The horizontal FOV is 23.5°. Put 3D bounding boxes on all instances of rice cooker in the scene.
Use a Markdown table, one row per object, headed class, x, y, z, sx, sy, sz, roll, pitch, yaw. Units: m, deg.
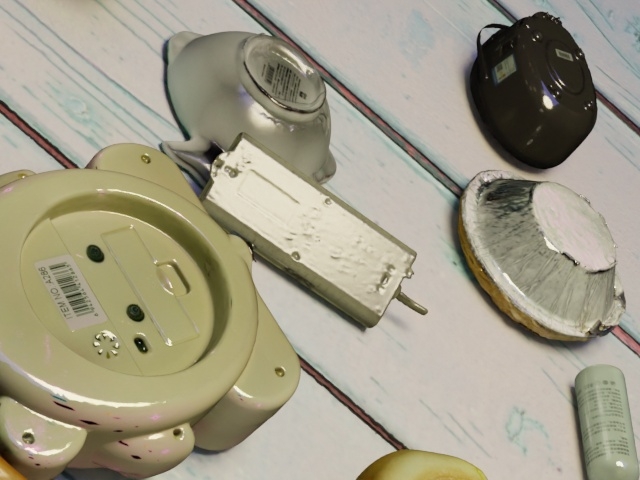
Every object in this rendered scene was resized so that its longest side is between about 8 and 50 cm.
| class | x | y | z | sx | sy | sz | roll | pitch | yaw |
| --- | --- | --- | --- | --- | --- | --- | --- | --- | --- |
| rice cooker | 0.261 | -0.186 | 1.883 | 0.142 | 0.118 | 0.203 | 12 | 52 | -34 |

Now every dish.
| class | x | y | z | sx | sy | sz | roll | pitch | yaw |
| --- | --- | --- | --- | --- | --- | --- | --- | --- | --- |
| dish | -0.063 | -0.144 | 1.585 | 0.224 | 0.078 | 0.246 | 42 | 38 | -5 |

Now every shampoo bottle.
| class | x | y | z | sx | sy | sz | roll | pitch | yaw |
| --- | --- | --- | --- | --- | --- | --- | --- | --- | --- |
| shampoo bottle | 0.301 | 0.221 | 1.603 | 0.056 | 0.056 | 0.195 | 25 | 43 | -24 |

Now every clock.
| class | x | y | z | sx | sy | sz | roll | pitch | yaw |
| --- | --- | --- | --- | --- | --- | --- | --- | --- | --- |
| clock | -0.189 | 0.063 | 1.263 | 0.309 | 0.114 | 0.284 | -17 | 70 | -46 |

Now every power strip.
| class | x | y | z | sx | sy | sz | roll | pitch | yaw |
| --- | --- | --- | --- | --- | --- | --- | --- | --- | --- |
| power strip | 0.000 | 0.000 | 1.518 | 0.268 | 0.034 | 0.092 | 34 | 72 | -13 |

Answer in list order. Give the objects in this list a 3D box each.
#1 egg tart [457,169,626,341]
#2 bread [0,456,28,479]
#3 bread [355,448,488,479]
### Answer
| class | x | y | z | sx | sy | sz | roll | pitch | yaw |
| --- | --- | --- | --- | --- | --- | --- | --- | --- | --- |
| egg tart | 0.257 | 0.006 | 1.728 | 0.234 | 0.094 | 0.234 | 24 | 41 | -22 |
| bread | -0.245 | 0.245 | 1.049 | 0.380 | 0.109 | 0.185 | 41 | 46 | -2 |
| bread | 0.102 | 0.283 | 1.326 | 0.213 | 0.105 | 0.213 | 26 | 44 | -27 |
